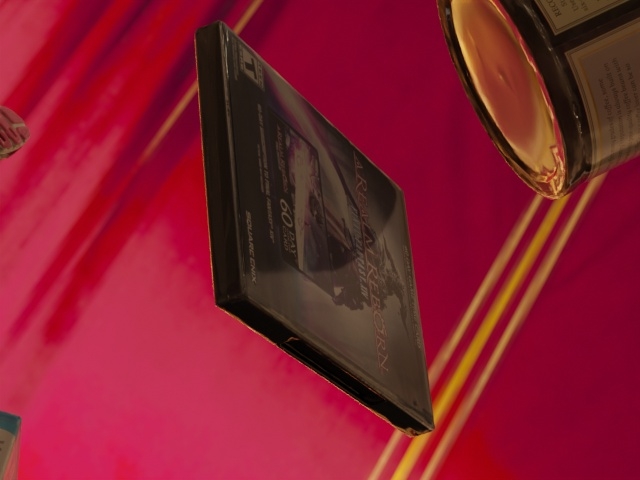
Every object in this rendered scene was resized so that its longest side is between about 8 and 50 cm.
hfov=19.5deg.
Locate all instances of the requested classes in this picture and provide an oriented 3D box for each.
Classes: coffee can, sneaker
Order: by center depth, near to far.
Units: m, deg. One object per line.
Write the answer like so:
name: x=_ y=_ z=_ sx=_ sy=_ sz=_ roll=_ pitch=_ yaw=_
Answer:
coffee can: x=0.255 y=-0.179 z=1.426 sx=0.201 sy=0.275 sz=0.201 roll=61 pitch=-10 yaw=19
sneaker: x=-0.343 y=-0.074 z=1.735 sx=0.063 sy=0.170 sz=0.075 roll=44 pitch=-50 yaw=9

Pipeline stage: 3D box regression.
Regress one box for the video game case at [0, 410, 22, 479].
video game case: x=-0.169 y=0.171 z=0.850 sx=0.015 sy=0.166 sz=0.119 roll=17 pitch=-24 yaw=-3

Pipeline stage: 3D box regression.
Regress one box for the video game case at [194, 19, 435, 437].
video game case: x=0.000 y=0.000 z=1.238 sx=0.026 sy=0.196 sz=0.274 roll=-18 pitch=-30 yaw=22
